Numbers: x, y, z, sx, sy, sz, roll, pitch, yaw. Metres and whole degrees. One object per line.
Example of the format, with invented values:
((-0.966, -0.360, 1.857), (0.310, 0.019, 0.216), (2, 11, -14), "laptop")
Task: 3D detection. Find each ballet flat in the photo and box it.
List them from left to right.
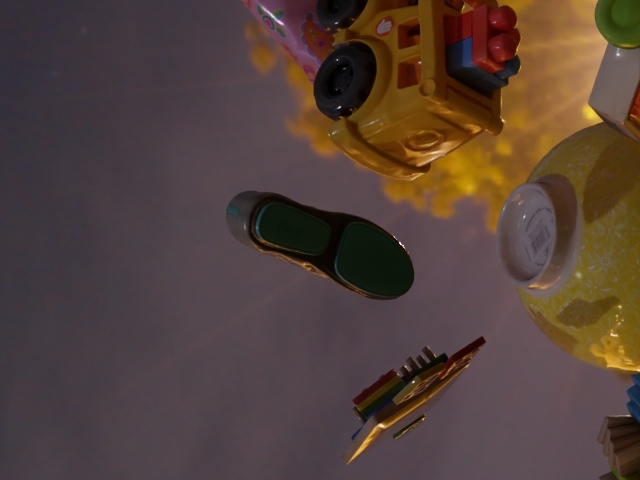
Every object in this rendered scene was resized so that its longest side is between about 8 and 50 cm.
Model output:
((0.000, 0.000, 1.501), (0.213, 0.068, 0.072), (23, -94, -35), "ballet flat")

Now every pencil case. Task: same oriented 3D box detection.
((-0.039, -0.330, 2.081), (0.284, 0.124, 0.124), (49, -145, 1), "pencil case")

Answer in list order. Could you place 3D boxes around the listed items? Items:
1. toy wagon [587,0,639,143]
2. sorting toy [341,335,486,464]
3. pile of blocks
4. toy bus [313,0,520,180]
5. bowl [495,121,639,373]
((0.351, -0.250, 1.362), (0.344, 0.068, 0.267), (-58, -21, 5), "toy wagon")
((0.083, 0.169, 1.665), (0.132, 0.046, 0.274), (-31, -15, -26), "sorting toy")
((0.453, 0.242, 1.960), (0.149, 0.112, 0.362), (-1, -62, -21), "pile of blocks")
((0.113, -0.197, 1.528), (0.149, 0.211, 0.220), (22, -123, -40), "toy bus")
((0.287, 0.000, 1.688), (0.156, 0.289, 0.289), (5, -85, -26), "bowl")
